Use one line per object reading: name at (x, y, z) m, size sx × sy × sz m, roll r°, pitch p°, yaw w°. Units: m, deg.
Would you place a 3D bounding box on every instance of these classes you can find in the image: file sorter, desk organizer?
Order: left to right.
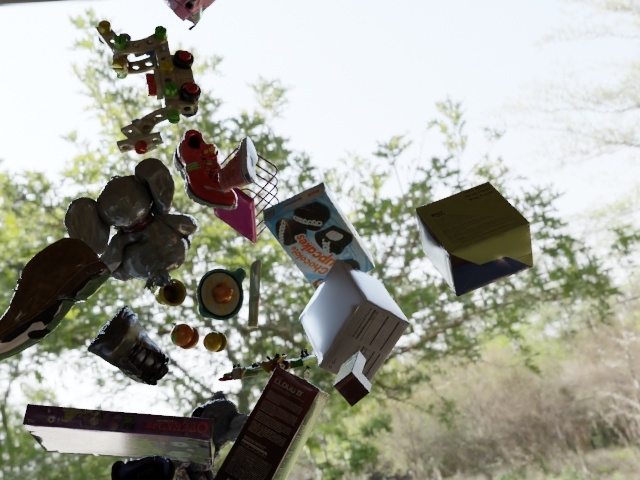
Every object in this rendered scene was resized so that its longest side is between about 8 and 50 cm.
file sorter at (-0.268, -0.172, 2.768) m, size 0.182 × 0.202 × 0.290 m, roll -48°, pitch -17°, yaw -24°
desk organizer at (0.064, 0.251, 1.378) m, size 0.047 × 0.050 × 0.130 m, roll -41°, pitch 0°, yaw 12°

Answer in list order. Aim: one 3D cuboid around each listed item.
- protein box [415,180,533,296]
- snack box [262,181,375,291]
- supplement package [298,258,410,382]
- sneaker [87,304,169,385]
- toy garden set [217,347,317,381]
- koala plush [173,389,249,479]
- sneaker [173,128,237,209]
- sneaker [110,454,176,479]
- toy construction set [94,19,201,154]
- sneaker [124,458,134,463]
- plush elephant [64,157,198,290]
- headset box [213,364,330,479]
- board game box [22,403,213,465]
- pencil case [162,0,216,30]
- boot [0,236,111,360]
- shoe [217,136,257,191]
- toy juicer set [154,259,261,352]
protein box at (0.359, -0.007, 1.770) m, size 0.200 × 0.201 × 0.135 m, roll -21°, pitch -53°, yaw -6°
snack box at (0.000, 0.000, 2.068) m, size 0.187 × 0.060 × 0.322 m, roll -25°, pitch -50°, yaw 13°
supplement package at (0.078, 0.203, 1.911) m, size 0.145 × 0.262 × 0.204 m, roll 27°, pitch -78°, yaw -22°
sneaker at (-0.343, 0.207, 1.407) m, size 0.109 × 0.130 × 0.286 m, roll -51°, pitch -7°, yaw -14°
toy garden set at (-0.156, 0.331, 2.007) m, size 0.245 × 0.049 × 0.204 m, roll -14°, pitch -7°, yaw 21°
koala plush at (-0.272, 0.459, 1.765) m, size 0.221 × 0.203 × 0.196 m, roll -47°, pitch 34°, yaw -16°
sneaker at (-0.285, -0.179, 1.857) m, size 0.107 × 0.279 × 0.118 m, roll -4°, pitch -49°, yaw -39°
sneaker at (-0.288, 0.457, 1.289) m, size 0.128 × 0.182 × 0.315 m, roll 0°, pitch -11°, yaw -9°
toy construction set at (-0.397, -0.361, 1.744) m, size 0.215 × 0.327 × 0.151 m, roll -5°, pitch -16°, yaw -19°
sneaker at (-0.431, 0.740, 2.051) m, size 0.135 × 0.365 × 0.150 m, roll -21°, pitch -10°, yaw -38°
plush elephant at (-0.422, -0.044, 1.699) m, size 0.272 × 0.255 × 0.330 m, roll -24°, pitch 19°, yaw -12°
headset box at (-0.087, 0.403, 1.609) m, size 0.110 × 0.293 × 0.218 m, roll 27°, pitch -9°, yaw 13°
board game box at (-0.384, 0.385, 1.485) m, size 0.347 × 0.056 × 0.208 m, roll 6°, pitch -34°, yaw -3°
pencil case at (-0.187, -0.534, 1.407) m, size 0.284 × 0.124 × 0.124 m, roll -46°, pitch -20°, yaw 2°
boot at (-0.559, 0.118, 1.469) m, size 0.305 × 0.115 × 0.112 m, roll -41°, pitch -13°, yaw -5°
shoe at (-0.198, -0.180, 1.780) m, size 0.081 × 0.178 × 0.063 m, roll -21°, pitch -54°, yaw 12°
toy juicer set at (-0.248, 0.174, 1.923) m, size 0.329 × 0.209 × 0.090 m, roll -13°, pitch -3°, yaw -38°
